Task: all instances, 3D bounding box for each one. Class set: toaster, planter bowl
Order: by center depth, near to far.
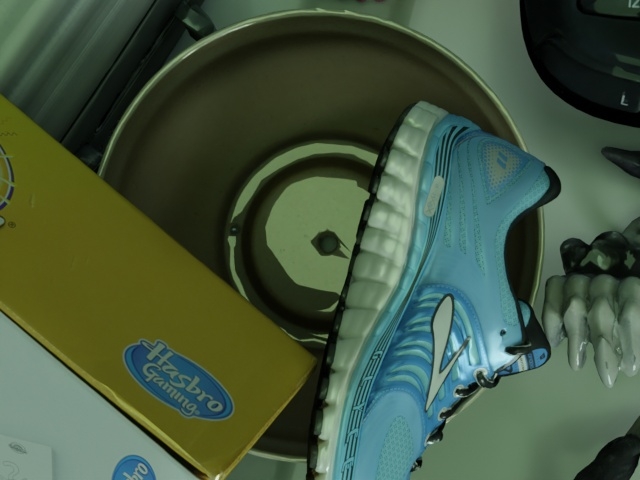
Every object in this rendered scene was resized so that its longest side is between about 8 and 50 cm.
[{"bbox_3d":[0.000,0.000,0.487,0.162,0.109,0.162,0,88,2],"label":"planter bowl"},{"bbox_3d":[-0.150,-0.126,0.492,0.227,0.129,0.146,39,87,5],"label":"toaster"}]

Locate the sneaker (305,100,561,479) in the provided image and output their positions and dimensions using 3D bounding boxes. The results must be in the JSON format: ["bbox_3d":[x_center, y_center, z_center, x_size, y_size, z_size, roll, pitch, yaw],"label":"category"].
[{"bbox_3d":[0.038,0.039,0.398,0.073,0.063,0.162,15,89,0],"label":"sneaker"}]

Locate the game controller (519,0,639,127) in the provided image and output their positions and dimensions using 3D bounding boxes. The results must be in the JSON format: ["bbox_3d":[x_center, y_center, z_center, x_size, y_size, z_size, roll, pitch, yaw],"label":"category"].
[{"bbox_3d":[0.236,-0.110,0.479,0.319,0.067,0.166,4,52,-1],"label":"game controller"}]

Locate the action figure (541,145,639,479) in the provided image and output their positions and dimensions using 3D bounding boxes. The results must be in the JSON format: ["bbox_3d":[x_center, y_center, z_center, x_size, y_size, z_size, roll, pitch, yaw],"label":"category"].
[{"bbox_3d":[0.159,0.058,0.464,0.164,0.141,0.276,20,91,11],"label":"action figure"}]

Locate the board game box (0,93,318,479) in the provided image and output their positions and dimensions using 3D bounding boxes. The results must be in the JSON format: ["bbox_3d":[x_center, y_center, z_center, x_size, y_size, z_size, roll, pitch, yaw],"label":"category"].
[{"bbox_3d":[-0.185,0.022,0.448,0.316,0.064,0.242,40,133,3],"label":"board game box"}]
